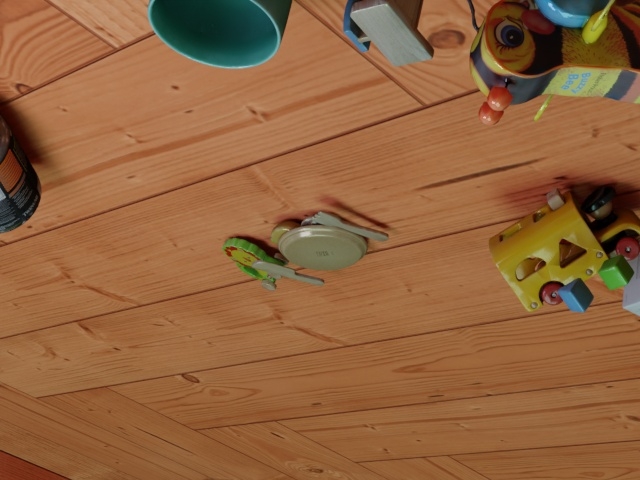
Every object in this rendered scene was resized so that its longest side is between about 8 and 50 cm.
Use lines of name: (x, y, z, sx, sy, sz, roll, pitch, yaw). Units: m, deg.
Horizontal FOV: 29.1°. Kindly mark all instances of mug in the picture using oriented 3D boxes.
mug: (-0.082, -0.243, 1.155, 0.129, 0.097, 0.157, 28, 149, -28)

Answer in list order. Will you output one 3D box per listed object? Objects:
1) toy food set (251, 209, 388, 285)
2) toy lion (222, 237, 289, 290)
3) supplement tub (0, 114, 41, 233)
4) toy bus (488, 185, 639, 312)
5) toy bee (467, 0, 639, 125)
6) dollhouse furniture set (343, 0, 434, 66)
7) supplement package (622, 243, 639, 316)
toy food set: (0.000, 0.000, 1.686, 0.132, 0.039, 0.192, 18, 149, -27)
toy lion: (-0.098, 0.029, 1.784, 0.096, 0.034, 0.100, 24, 159, -2)
supplement tub: (-0.439, -0.099, 1.580, 0.117, 0.117, 0.190, 7, 153, 10)
toy bus: (0.294, -0.009, 1.443, 0.104, 0.202, 0.191, 54, 149, -11)
toy bee: (0.199, -0.166, 1.115, 0.298, 0.162, 0.195, 5, 155, 15)
dollhouse furniture set: (0.021, -0.247, 1.002, 0.129, 0.184, 0.129, -7, 148, 35)
supplement package: (0.472, 0.057, 1.501, 0.179, 0.105, 0.105, 26, 150, -24)
